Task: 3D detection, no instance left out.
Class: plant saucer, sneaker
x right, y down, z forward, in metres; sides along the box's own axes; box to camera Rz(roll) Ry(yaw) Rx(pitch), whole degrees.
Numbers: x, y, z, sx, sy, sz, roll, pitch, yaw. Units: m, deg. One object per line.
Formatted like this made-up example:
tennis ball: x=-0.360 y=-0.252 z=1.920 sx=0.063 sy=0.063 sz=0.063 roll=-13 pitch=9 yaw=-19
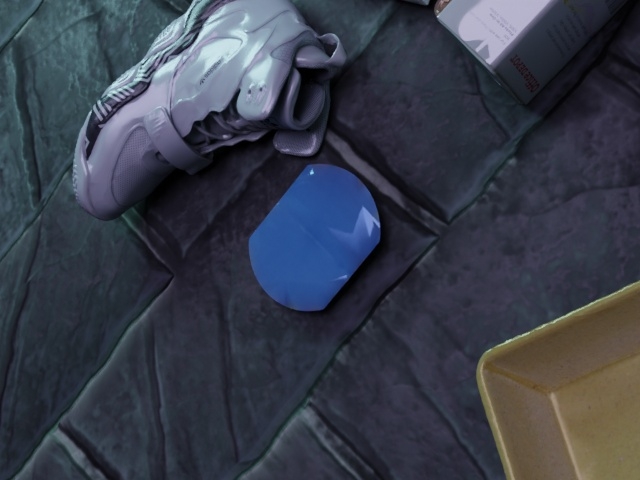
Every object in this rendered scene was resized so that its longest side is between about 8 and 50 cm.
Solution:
plant saucer: x=0.337 y=0.199 z=1.183 sx=0.333 sy=0.081 sz=0.332 roll=-29 pitch=62 yaw=27
sneaker: x=-0.130 y=-0.142 z=1.542 sx=0.366 sy=0.137 sz=0.210 roll=-51 pitch=54 yaw=2

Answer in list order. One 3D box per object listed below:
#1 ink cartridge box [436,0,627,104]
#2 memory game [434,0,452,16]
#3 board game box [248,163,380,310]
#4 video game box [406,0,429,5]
ink cartridge box: x=0.239 y=-0.258 z=1.358 sx=0.212 sy=0.154 sz=0.093 roll=-48 pitch=68 yaw=8
memory game: x=0.200 y=-0.319 z=1.491 sx=0.186 sy=0.012 sz=0.186 roll=-9 pitch=69 yaw=26
board game box: x=0.000 y=0.000 z=1.487 sx=0.133 sy=0.033 sz=0.168 roll=45 pitch=103 yaw=27
video game box: x=0.076 y=-0.388 z=1.557 sx=0.205 sy=0.048 sz=0.187 roll=21 pitch=87 yaw=38
